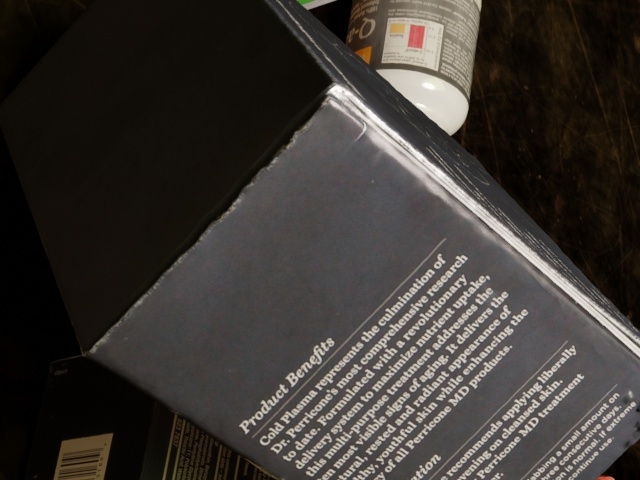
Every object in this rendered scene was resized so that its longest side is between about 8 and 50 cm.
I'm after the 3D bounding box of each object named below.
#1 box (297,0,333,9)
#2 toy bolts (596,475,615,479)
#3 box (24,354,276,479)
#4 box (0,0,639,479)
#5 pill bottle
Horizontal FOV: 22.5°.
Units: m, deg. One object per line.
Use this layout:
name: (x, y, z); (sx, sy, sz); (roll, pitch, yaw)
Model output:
box: (-0.060, -0.374, 1.756); (0.127, 0.231, 0.262); (-29, 104, -49)
toy bolts: (0.296, 0.404, 2.105); (0.218, 0.158, 0.228); (2, 89, -9)
box: (-0.131, 0.292, 1.547); (0.294, 0.183, 0.296); (33, 56, -40)
box: (0.000, 0.000, 1.481); (0.472, 0.297, 0.480); (40, 9, -32)
pill bottle: (0.107, -0.215, 1.966); (0.162, 0.162, 0.278); (32, 58, -41)
